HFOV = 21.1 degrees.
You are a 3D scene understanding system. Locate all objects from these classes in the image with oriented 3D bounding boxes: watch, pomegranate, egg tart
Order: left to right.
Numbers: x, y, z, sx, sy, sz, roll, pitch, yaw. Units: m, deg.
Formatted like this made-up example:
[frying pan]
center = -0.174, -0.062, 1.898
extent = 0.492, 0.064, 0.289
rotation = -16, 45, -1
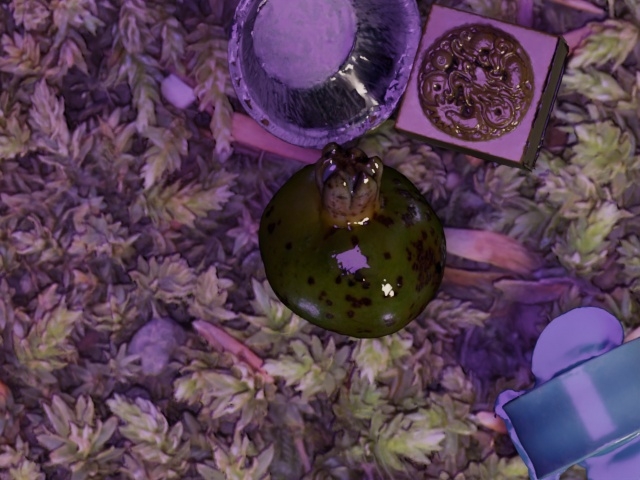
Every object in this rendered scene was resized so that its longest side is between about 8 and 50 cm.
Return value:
[egg tart]
center = -0.001, -0.216, 1.877
extent = 0.234, 0.094, 0.234
rotation = -4, 80, 21
[pomegranate]
center = 0.034, -0.009, 1.809
extent = 0.202, 0.248, 0.202
rotation = 0, 57, 1
[watch]
center = 0.272, 0.176, 1.761
extent = 0.211, 0.193, 0.211
rotation = -1, 86, 13

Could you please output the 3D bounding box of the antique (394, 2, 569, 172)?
[antique]
center = 0.173, -0.160, 1.821
extent = 0.152, 0.148, 0.146
rotation = 16, 90, 12
